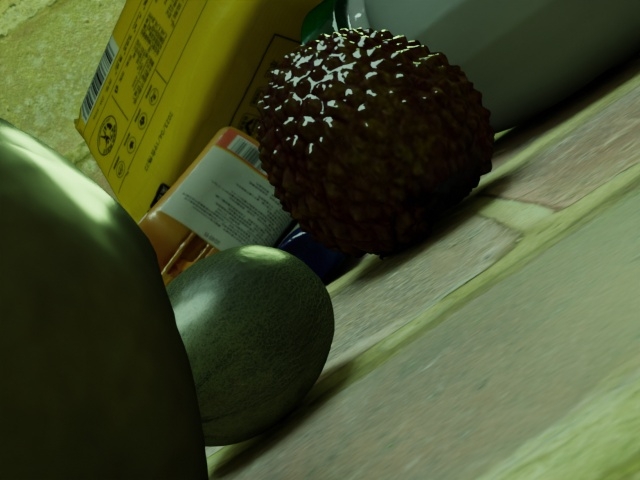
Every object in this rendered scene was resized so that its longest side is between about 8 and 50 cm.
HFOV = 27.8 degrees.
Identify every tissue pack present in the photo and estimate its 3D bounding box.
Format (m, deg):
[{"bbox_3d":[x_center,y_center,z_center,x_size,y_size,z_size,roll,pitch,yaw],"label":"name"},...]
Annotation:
[{"bbox_3d":[-0.095,-0.212,1.491,0.382,0.228,0.293,-62,37,22],"label":"tissue pack"}]

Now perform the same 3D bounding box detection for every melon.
[{"bbox_3d":[-0.047,0.056,0.696,0.098,0.098,0.130,-29,7,43],"label":"melon"}]

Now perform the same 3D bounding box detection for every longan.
[{"bbox_3d":[-0.190,0.075,0.492,0.297,0.297,0.297,-34,5,4],"label":"longan"}]

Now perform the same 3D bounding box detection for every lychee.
[{"bbox_3d":[0.038,-0.079,0.989,0.188,0.188,0.188,-34,5,4],"label":"lychee"}]

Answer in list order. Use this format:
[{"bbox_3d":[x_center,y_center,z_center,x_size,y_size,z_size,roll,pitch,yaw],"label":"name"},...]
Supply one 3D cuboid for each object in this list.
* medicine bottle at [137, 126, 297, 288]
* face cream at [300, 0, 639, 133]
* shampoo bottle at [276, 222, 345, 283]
[{"bbox_3d":[-0.117,0.020,1.167,0.222,0.112,0.149,-54,1,-38],"label":"medicine bottle"},{"bbox_3d":[0.177,-0.228,1.208,0.357,0.219,0.312,-32,6,29],"label":"face cream"},{"bbox_3d":[0.000,0.000,1.150,0.087,0.050,0.183,-40,4,16],"label":"shampoo bottle"}]
